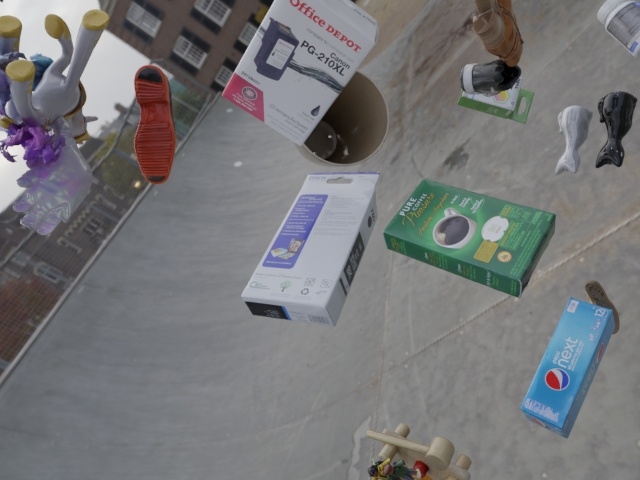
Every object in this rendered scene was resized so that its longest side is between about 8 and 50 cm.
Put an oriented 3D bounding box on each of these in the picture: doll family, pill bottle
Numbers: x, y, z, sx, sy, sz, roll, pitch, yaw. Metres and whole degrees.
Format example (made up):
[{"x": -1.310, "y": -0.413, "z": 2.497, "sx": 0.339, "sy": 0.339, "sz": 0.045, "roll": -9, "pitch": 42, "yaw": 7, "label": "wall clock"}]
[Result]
[{"x": 0.135, "y": 0.563, "z": 1.144, "sx": 0.192, "sy": 0.111, "sz": 0.076, "roll": -63, "pitch": 23, "yaw": 8, "label": "doll family"}, {"x": 0.682, "y": -0.473, "z": 1.100, "sx": 0.078, "sy": 0.078, "sz": 0.137, "roll": -47, "pitch": 59, "yaw": 34, "label": "pill bottle"}]

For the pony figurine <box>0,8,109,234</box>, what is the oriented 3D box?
[{"x": -0.540, "y": -0.233, "z": 0.951, "sx": 0.351, "sy": 0.303, "sz": 0.363, "roll": -62, "pitch": 5, "yaw": -36, "label": "pony figurine"}]

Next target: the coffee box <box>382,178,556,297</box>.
[{"x": 0.186, "y": -0.010, "z": 0.638, "sx": 0.184, "sy": 0.040, "sz": 0.113, "roll": 20, "pitch": 60, "yaw": 32, "label": "coffee box"}]

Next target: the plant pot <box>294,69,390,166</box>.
[{"x": 0.020, "y": -0.308, "z": 1.383, "sx": 0.256, "sy": 0.257, "sz": 0.274, "roll": -60, "pitch": 12, "yaw": -9, "label": "plant pot"}]

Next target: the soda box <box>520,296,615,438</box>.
[{"x": 0.405, "y": 0.205, "z": 0.816, "sx": 0.067, "sy": 0.071, "sz": 0.210, "roll": 19, "pitch": 71, "yaw": 42, "label": "soda box"}]

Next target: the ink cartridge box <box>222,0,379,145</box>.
[{"x": -0.036, "y": -0.314, "z": 0.872, "sx": 0.237, "sy": 0.172, "sz": 0.100, "roll": -48, "pitch": 20, "yaw": 36, "label": "ink cartridge box"}]

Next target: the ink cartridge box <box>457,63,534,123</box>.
[{"x": 0.519, "y": -0.426, "z": 1.457, "sx": 0.062, "sy": 0.209, "sz": 0.108, "roll": 86, "pitch": -158, "yaw": -80, "label": "ink cartridge box"}]

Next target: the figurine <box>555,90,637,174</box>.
[{"x": 0.774, "y": -0.291, "z": 1.432, "sx": 0.215, "sy": 0.092, "sz": 0.209, "roll": -6, "pitch": 69, "yaw": 63, "label": "figurine"}]

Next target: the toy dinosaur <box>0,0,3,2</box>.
[{"x": -0.579, "y": -0.367, "z": 0.609, "sx": 0.200, "sy": 0.296, "sz": 0.127, "roll": -29, "pitch": 69, "yaw": 32, "label": "toy dinosaur"}]

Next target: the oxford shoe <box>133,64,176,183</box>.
[{"x": -0.384, "y": -0.272, "z": 1.199, "sx": 0.098, "sy": 0.097, "sz": 0.271, "roll": -95, "pitch": 8, "yaw": -81, "label": "oxford shoe"}]

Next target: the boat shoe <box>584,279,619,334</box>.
[{"x": 0.666, "y": 0.160, "z": 1.181, "sx": 0.050, "sy": 0.045, "sz": 0.135, "roll": -20, "pitch": 57, "yaw": 24, "label": "boat shoe"}]

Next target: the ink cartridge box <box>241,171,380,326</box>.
[{"x": 0.000, "y": 0.000, "z": 0.924, "sx": 0.166, "sy": 0.065, "sz": 0.332, "roll": 3, "pitch": 48, "yaw": 27, "label": "ink cartridge box"}]

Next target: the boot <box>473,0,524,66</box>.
[{"x": 0.368, "y": -0.465, "z": 1.016, "sx": 0.073, "sy": 0.152, "sz": 0.197, "roll": 8, "pitch": 84, "yaw": 45, "label": "boot"}]

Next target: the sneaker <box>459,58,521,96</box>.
[{"x": 0.411, "y": -0.371, "z": 1.143, "sx": 0.106, "sy": 0.078, "sz": 0.234, "roll": 4, "pitch": 17, "yaw": 38, "label": "sneaker"}]

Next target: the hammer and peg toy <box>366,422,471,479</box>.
[{"x": 0.277, "y": 0.613, "z": 1.369, "sx": 0.266, "sy": 0.361, "sz": 0.127, "roll": 17, "pitch": 41, "yaw": 33, "label": "hammer and peg toy"}]
